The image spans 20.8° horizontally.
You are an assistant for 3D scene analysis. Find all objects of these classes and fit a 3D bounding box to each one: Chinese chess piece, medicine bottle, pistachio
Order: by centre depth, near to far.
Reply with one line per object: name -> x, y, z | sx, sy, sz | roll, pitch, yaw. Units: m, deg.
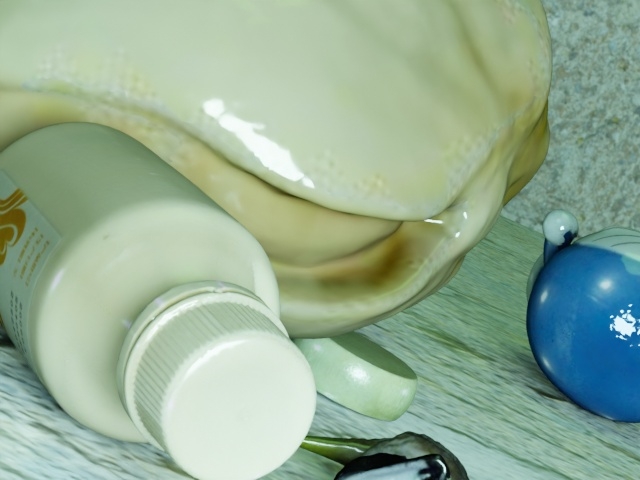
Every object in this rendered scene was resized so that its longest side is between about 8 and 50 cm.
medicine bottle -> -0.079, 0.028, 0.779 | 0.114, 0.114, 0.252 | 21, 8, -30
pistachio -> -0.055, -0.096, 1.051 | 0.445, 0.281, 0.365 | 3, 36, -25
Chinese chess piece -> 0.019, 0.080, 1.068 | 0.084, 0.034, 0.084 | 27, 7, -4

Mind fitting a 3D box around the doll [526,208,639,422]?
doll -> 0.254, 0.067, 1.482 | 0.215, 0.161, 0.257 | 50, 1, -7

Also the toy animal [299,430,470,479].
toy animal -> 0.040, 0.121, 0.793 | 0.105, 0.070, 0.202 | 37, 3, -8
